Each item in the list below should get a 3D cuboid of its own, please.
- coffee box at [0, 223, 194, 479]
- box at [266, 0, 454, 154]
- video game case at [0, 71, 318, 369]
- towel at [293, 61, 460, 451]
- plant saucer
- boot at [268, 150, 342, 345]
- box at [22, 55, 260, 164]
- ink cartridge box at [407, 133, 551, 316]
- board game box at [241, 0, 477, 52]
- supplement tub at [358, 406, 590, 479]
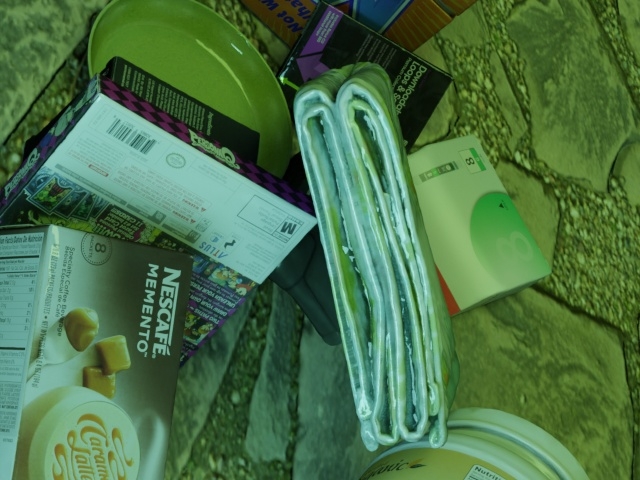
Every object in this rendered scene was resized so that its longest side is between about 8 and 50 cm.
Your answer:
[{"bbox_3d":[-0.197,0.120,1.454,0.141,0.098,0.246,15,79,-37],"label":"coffee box"},{"bbox_3d":[0.041,-0.161,1.899,0.162,0.116,0.029,29,9,-11],"label":"box"},{"bbox_3d":[-0.155,-0.008,1.557,0.232,0.210,0.042,29,27,-28],"label":"video game case"},{"bbox_3d":[0.057,0.002,1.651,0.374,0.090,0.320,-66,145,-82],"label":"towel"},{"bbox_3d":[-0.134,-0.135,1.798,0.241,0.037,0.241,23,49,-30],"label":"plant saucer"},{"bbox_3d":[0.000,0.000,1.819,0.137,0.077,0.198,52,42,-20],"label":"boot"},{"bbox_3d":[-0.163,-0.059,1.627,0.158,0.156,0.093,27,47,-27],"label":"box"},{"bbox_3d":[0.125,-0.010,1.941,0.225,0.056,0.181,-16,74,-48],"label":"ink cartridge box"},{"bbox_3d":[0.068,-0.449,1.952,0.356,0.356,0.356,42,43,-13],"label":"board game box"},{"bbox_3d":[0.095,0.308,1.565,0.228,0.228,0.316,49,41,-5],"label":"supplement tub"}]
